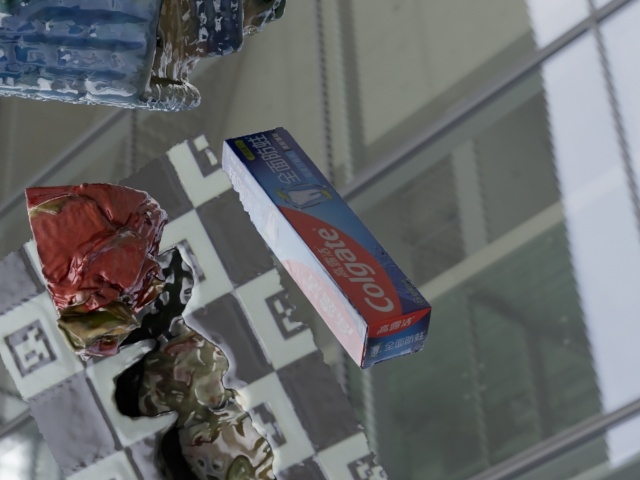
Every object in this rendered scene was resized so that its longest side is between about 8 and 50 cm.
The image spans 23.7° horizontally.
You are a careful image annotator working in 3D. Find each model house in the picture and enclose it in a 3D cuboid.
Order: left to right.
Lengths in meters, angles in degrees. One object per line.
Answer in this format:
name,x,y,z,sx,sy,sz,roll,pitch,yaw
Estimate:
model house,-0.271,-0.331,1.586,0.395,0.445,0.400,11,-136,14

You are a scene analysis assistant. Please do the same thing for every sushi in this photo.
sushi,-0.127,0.127,1.480,0.373,0.296,0.100,61,-165,5

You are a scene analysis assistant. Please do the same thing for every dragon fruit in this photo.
dragon fruit,-0.138,0.023,1.013,0.162,0.083,0.106,97,164,-77

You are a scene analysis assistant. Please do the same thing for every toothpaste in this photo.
toothpaste,-0.001,0.000,1.566,0.076,0.066,0.320,-15,-136,-25
